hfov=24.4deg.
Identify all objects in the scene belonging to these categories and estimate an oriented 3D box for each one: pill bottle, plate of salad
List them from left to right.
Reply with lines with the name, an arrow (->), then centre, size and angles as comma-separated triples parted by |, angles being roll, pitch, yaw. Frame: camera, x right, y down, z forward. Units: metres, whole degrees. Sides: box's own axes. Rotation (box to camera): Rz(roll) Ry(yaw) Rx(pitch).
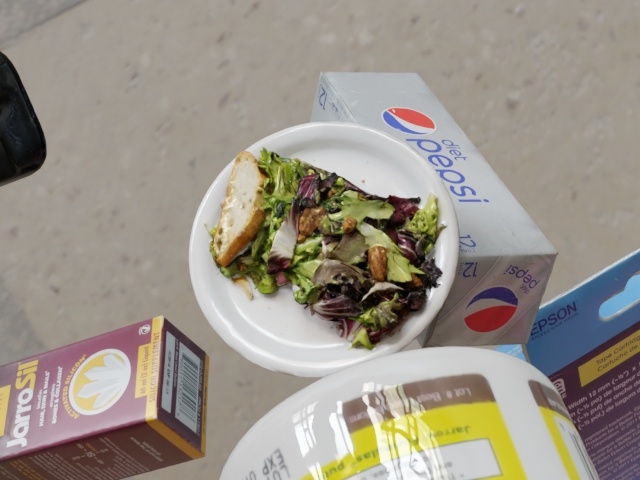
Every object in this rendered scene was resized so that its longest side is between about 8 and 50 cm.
plate of salad -> 0.000, 0.000, 1.066 | 0.199, 0.200, 0.048 | 6, 159, 12
pill bottle -> 0.049, 0.145, 0.414 | 0.117, 0.215, 0.117 | -12, 144, -9

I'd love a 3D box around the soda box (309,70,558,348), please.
soda box -> 0.081, -0.033, 1.212 | 0.098, 0.286, 0.091 | -2, 125, -23

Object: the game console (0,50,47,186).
game console -> -0.357, -0.053, 1.242 | 0.361, 0.044, 0.213 | -15, 110, 38

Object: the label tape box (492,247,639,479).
label tape box -> 0.285, 0.120, 1.414 | 0.249, 0.115, 0.348 | -30, 129, -14

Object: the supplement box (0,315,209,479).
supplement box -> -0.197, 0.149, 1.286 | 0.188, 0.104, 0.081 | -18, 140, 22
